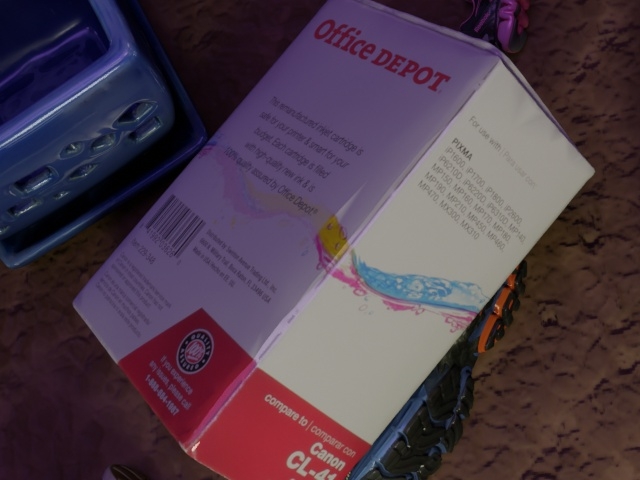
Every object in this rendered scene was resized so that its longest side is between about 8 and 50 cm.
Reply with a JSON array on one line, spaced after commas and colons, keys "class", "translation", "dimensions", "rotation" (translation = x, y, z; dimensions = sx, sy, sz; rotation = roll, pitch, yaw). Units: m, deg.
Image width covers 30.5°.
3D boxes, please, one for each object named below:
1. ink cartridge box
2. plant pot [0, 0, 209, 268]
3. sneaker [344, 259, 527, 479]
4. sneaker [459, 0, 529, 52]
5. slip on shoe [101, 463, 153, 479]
[{"class": "ink cartridge box", "translation": [0.000, 0.000, 0.807], "dimensions": [0.306, 0.131, 0.226], "rotation": [-49, 36, -2]}, {"class": "plant pot", "translation": [-0.238, -0.126, 0.921], "dimensions": [0.236, 0.212, 0.236], "rotation": [-33, 67, 7]}, {"class": "sneaker", "translation": [0.067, 0.087, 0.842], "dimensions": [0.087, 0.083, 0.221], "rotation": [21, 76, 36]}, {"class": "sneaker", "translation": [0.138, -0.205, 0.920], "dimensions": [0.057, 0.047, 0.119], "rotation": [5, 74, 31]}, {"class": "slip on shoe", "translation": [-0.119, 0.221, 0.870], "dimensions": [0.135, 0.051, 0.041], "rotation": [39, 100, 18]}]
